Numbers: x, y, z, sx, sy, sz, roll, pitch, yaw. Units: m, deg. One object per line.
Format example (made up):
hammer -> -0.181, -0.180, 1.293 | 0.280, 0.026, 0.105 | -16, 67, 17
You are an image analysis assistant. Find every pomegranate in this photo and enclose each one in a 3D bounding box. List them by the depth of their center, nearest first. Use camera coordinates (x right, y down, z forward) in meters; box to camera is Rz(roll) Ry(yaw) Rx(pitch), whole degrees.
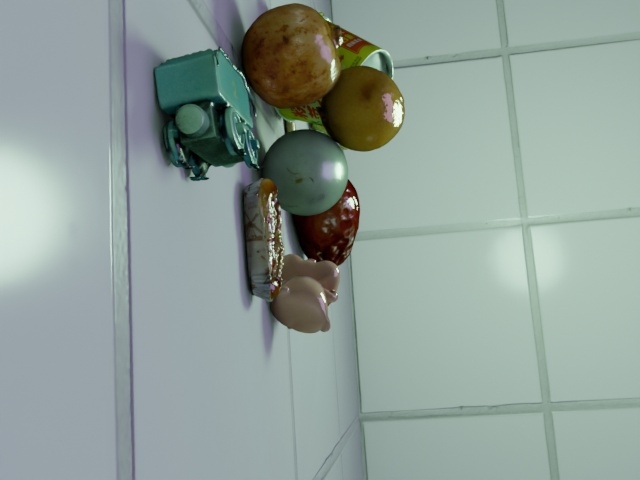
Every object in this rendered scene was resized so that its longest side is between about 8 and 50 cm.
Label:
pomegranate -> -0.057, -0.404, 1.442 | 0.248, 0.248, 0.248 | -5, 90, -83

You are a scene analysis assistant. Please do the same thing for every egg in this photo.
egg -> -0.036, -0.159, 1.545 | 0.283, 0.202, 0.203 | -76, 160, -77

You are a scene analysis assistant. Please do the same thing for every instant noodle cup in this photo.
instant noodle cup -> 0.044, -0.435, 1.776 | 0.311, 0.221, 0.311 | -43, 148, -37

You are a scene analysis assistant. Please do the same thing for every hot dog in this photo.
hot dog -> -0.115, 0.000, 1.346 | 0.131, 0.069, 0.253 | 42, 45, -81

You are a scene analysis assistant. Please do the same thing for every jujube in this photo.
jujube -> 0.017, -0.060, 1.973 | 0.318, 0.223, 0.223 | 89, 2, -47

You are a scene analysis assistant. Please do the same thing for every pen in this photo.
pen -> -0.096, -0.392, 1.931 | 0.040, 0.032, 0.234 | -160, -117, -72

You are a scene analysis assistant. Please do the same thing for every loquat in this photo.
loquat -> 0.094, -0.308, 1.553 | 0.208, 0.208, 0.208 | -5, 90, -83

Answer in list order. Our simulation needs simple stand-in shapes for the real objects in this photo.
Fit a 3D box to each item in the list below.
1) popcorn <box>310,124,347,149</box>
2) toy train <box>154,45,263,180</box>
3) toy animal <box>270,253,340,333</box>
popcorn -> 0.091, -0.514, 2.506 | 0.279, 0.274, 0.335 | 50, -18, 40
toy train -> -0.161, -0.182, 0.961 | 0.203, 0.112, 0.163 | 43, 36, -80
toy animal -> -0.035, 0.120, 1.562 | 0.198, 0.171, 0.171 | -77, 161, -60
